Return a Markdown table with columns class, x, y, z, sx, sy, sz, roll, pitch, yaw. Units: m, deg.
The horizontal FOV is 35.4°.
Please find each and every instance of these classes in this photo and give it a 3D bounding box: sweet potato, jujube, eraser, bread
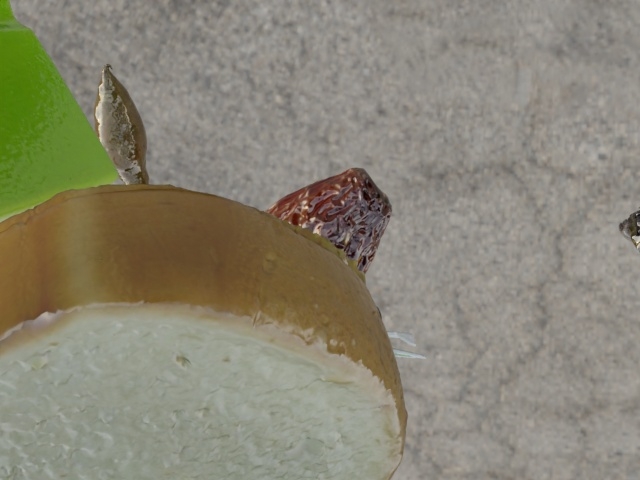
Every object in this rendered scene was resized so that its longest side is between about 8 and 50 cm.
| class | x | y | z | sx | sy | sz | roll | pitch | yaw |
| --- | --- | --- | --- | --- | --- | --- | --- | --- | --- |
| sweet potato | -0.280 | -0.122 | 1.438 | 0.074 | 0.075 | 0.270 | -3 | 110 | 20 |
| jujube | 0.000 | 0.000 | 1.406 | 0.168 | 0.168 | 0.236 | 36 | 110 | -29 |
| eraser | -0.293 | -0.087 | 0.740 | 0.092 | 0.274 | 0.210 | -32 | 90 | 24 |
| bread | -0.074 | 0.080 | 0.433 | 0.236 | 0.070 | 0.236 | -10 | 137 | -9 |

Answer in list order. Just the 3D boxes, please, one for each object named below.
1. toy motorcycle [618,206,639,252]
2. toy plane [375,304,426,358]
| class | x | y | z | sx | sy | sz | roll | pitch | yaw |
| --- | --- | --- | --- | --- | --- | --- | --- | --- | --- |
| toy motorcycle | 0.496 | 0.013 | 1.317 | 0.134 | 0.401 | 0.207 | -27 | 92 | 30 |
| toy plane | 0.001 | 0.128 | 1.297 | 0.255 | 0.101 | 0.251 | 18 | 152 | -28 |
